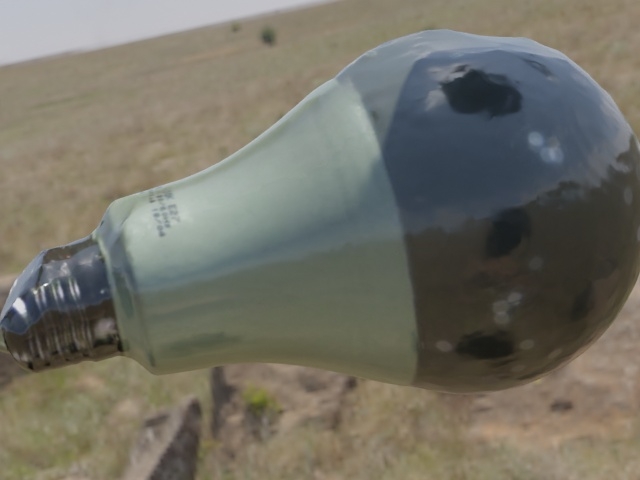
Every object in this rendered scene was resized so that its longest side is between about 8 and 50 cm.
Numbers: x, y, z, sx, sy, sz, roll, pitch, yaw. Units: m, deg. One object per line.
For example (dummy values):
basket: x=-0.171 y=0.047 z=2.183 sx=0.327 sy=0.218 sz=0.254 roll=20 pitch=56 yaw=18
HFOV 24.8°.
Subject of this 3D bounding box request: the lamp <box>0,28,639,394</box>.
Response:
lamp: x=0.004 y=-0.011 z=0.729 sx=0.314 sy=0.181 sz=0.182 roll=-3 pitch=9 yaw=6
